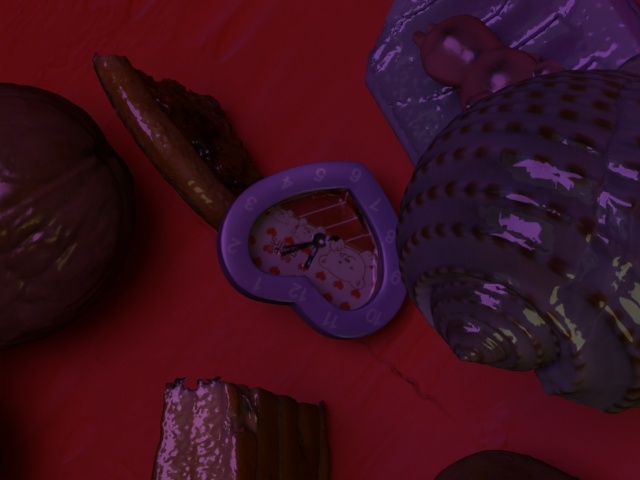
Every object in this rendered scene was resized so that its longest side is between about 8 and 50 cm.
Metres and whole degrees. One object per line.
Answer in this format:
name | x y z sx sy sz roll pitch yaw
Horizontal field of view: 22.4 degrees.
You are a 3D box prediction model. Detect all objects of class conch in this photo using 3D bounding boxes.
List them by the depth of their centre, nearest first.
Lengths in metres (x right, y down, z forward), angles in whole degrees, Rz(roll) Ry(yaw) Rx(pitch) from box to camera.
conch | 0.226 -0.022 1.312 0.303 0.215 0.319 32 91 15

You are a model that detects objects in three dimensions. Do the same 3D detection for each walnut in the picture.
walnut | -0.353 -0.024 1.712 0.313 0.277 0.252 -31 36 20

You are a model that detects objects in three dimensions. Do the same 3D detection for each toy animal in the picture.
toy animal | 0.142 -0.153 1.446 0.150 0.089 0.083 37 98 36

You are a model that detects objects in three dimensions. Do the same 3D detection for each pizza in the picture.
pizza | -0.124 -0.099 1.687 0.058 0.197 0.292 -37 104 17

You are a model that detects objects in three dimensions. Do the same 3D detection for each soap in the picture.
soap | 0.213 -0.122 1.540 0.261 0.156 0.446 -34 66 14

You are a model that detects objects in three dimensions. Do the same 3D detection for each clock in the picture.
clock | 0.000 0.000 1.631 0.198 0.064 0.172 26 79 -8

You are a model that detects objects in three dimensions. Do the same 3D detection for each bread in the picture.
bread | -0.077 0.258 1.536 0.111 0.239 0.246 -1 76 20

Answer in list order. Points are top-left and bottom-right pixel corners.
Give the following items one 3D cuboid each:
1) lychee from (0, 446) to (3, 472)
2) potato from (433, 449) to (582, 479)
lychee | -0.462 0.223 1.703 0.255 0.255 0.274 -1 90 24
potato | 0.202 0.306 1.455 0.296 0.141 0.191 25 92 24
